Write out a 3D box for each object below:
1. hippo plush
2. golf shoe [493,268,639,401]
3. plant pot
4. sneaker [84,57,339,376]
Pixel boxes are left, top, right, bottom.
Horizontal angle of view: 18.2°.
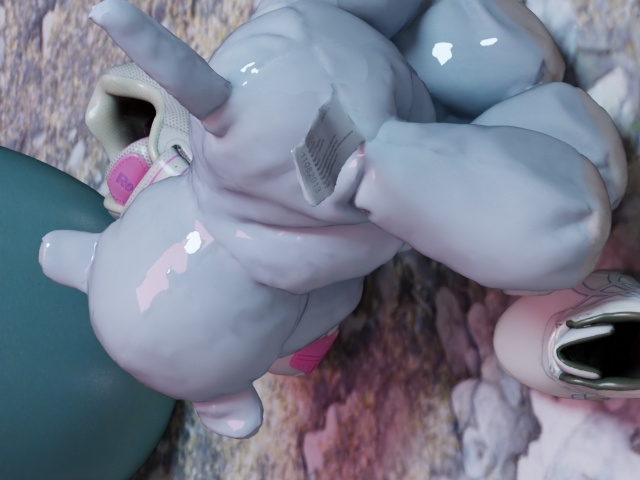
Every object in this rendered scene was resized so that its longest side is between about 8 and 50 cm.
[{"bbox_3d":[0.000,0.000,1.009,0.234,0.294,0.236,39,122,7],"label":"hippo plush"},{"bbox_3d":[0.134,0.047,0.980,0.176,0.086,0.069,-4,85,52],"label":"golf shoe"},{"bbox_3d":[-0.232,0.069,1.294,0.293,0.235,0.293,-7,80,46],"label":"plant pot"},{"bbox_3d":[-0.073,-0.016,1.213,0.103,0.111,0.252,-58,47,29],"label":"sneaker"}]
